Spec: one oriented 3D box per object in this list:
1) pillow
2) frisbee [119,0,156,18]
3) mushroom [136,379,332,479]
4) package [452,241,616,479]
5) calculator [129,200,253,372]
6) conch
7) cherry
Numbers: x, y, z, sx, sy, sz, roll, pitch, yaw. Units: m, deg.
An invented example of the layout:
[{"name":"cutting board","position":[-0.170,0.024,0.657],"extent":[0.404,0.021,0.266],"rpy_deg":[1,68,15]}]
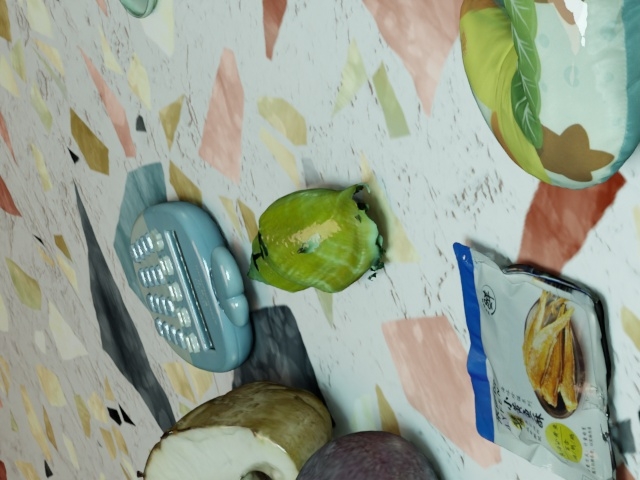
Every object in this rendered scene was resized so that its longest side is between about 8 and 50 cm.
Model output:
[{"name":"pillow","position":[0.140,-0.146,1.095],"extent":[0.214,0.086,0.233],"rpy_deg":[-127,25,-54]},{"name":"frisbee","position":[-0.189,-0.274,1.729],"extent":[0.110,0.014,0.110],"rpy_deg":[47,148,41]},{"name":"mushroom","position":[-0.062,0.204,1.690],"extent":[0.156,0.151,0.286],"rpy_deg":[46,144,-2]},{"name":"package","position":[0.159,0.097,1.295],"extent":[0.173,0.027,0.171],"rpy_deg":[21,127,54]},{"name":"calculator","position":[-0.136,0.048,1.840],"extent":[0.303,0.042,0.188],"rpy_deg":[-3,105,65]},{"name":"conch","position":[-0.004,0.001,1.509],"extent":[0.201,0.079,0.095],"rpy_deg":[-6,123,56]},{"name":"cherry","position":[0.041,0.258,1.514],"extent":[0.176,0.140,0.176],"rpy_deg":[-177,90,-83]}]
